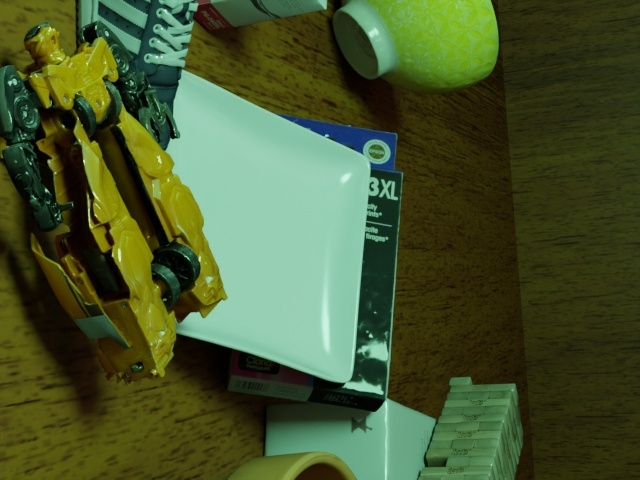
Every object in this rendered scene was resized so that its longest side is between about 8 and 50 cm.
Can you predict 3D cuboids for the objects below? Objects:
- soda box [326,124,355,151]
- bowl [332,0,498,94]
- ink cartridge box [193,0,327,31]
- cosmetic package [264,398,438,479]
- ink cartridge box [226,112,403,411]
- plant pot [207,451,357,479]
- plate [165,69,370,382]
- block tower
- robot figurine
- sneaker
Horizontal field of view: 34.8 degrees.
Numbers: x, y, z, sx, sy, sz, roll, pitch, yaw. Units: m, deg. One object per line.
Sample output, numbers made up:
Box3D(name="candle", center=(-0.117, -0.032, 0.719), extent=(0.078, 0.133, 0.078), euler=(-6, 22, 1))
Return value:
Box3D(name="soda box", center=(0.000, 0.000, 1.302), extent=(0.091, 0.098, 0.286), euler=(49, 41, -55))
Box3D(name="bowl", center=(0.113, -0.328, 1.526), extent=(0.156, 0.289, 0.289), euler=(-32, 125, -17))
Box3D(name="ink cartridge box", center=(-0.067, -0.302, 1.132), extent=(0.063, 0.151, 0.109), euler=(41, 48, -59))
Box3D(name="cosmetic package", center=(0.090, 0.354, 1.357), extent=(0.453, 0.162, 0.230), euler=(37, 52, -61))
Box3D(name="ink cartridge box", center=(0.001, 0.006, 1.199), extent=(0.069, 0.176, 0.370), euler=(111, -14, -62))
Box3D(name="plant pot", center=(-0.089, 0.329, 0.876), extent=(0.291, 0.204, 0.290), euler=(-5, 90, -68))
Box3D(name="plate", center=(-0.071, -0.008, 1.079), extent=(0.277, 0.045, 0.278), euler=(22, 62, -34))
Box3D(name="block tower", center=(0.180, 0.300, 1.256), extent=(0.335, 0.097, 0.091), euler=(-60, 140, -56))
Box3D(name="robot figurine", center=(-0.183, -0.038, 0.853), extent=(0.291, 0.085, 0.211), euler=(67, 27, -17))
Box3D(name="sneaker", center=(-0.137, -0.217, 0.939), extent=(0.099, 0.153, 0.282), euler=(-16, 100, -67))
